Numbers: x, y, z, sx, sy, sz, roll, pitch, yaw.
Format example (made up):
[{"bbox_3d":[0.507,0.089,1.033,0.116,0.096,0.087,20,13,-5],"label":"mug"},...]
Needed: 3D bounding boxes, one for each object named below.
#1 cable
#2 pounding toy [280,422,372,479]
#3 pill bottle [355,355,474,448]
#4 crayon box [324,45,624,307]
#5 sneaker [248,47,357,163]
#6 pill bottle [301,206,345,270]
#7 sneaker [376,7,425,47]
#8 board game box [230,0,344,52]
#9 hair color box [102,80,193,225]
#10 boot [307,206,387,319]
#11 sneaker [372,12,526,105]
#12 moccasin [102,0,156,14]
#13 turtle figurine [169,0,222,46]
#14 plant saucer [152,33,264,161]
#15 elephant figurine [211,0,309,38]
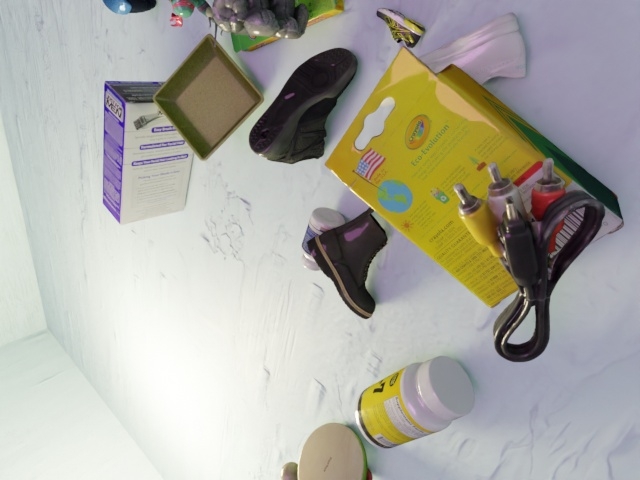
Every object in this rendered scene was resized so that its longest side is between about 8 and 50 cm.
[{"bbox_3d":[0.261,0.033,0.496,0.140,0.072,0.287,-13,124,18],"label":"cable"},{"bbox_3d":[0.032,0.558,0.957,0.237,0.110,0.183,-43,39,8],"label":"pounding toy"},{"bbox_3d":[0.166,0.294,0.732,0.119,0.119,0.208,53,132,12],"label":"pill bottle"},{"bbox_3d":[0.185,-0.081,0.540,0.319,0.081,0.202,41,131,2],"label":"crayon box"},{"bbox_3d":[-0.014,-0.226,0.715,0.227,0.130,0.087,-48,66,13],"label":"sneaker"},{"bbox_3d":[0.000,0.000,0.795,0.067,0.067,0.120,38,128,25],"label":"pill bottle"},{"bbox_3d":[0.112,-0.313,0.593,0.083,0.031,0.035,42,130,21],"label":"sneaker"},{"bbox_3d":[-0.077,-0.428,0.711,0.260,0.039,0.123,1,107,39],"label":"board game box"},{"bbox_3d":[-0.425,-0.213,1.002,0.110,0.185,0.338,43,130,22],"label":"hair color box"},{"bbox_3d":[0.085,0.047,0.742,0.137,0.076,0.197,-31,117,12],"label":"boot"},{"bbox_3d":[0.170,-0.216,0.558,0.212,0.080,0.094,-13,110,42],"label":"sneaker"},{"bbox_3d":[-0.485,-0.685,0.915,0.138,0.117,0.341,-3,108,43],"label":"moccasin"},{"bbox_3d":[-0.242,-0.496,0.742,0.175,0.118,0.233,157,103,-74],"label":"turtle figurine"},{"bbox_3d":[-0.229,-0.293,0.848,0.188,0.045,0.188,-41,83,15],"label":"plant saucer"},{"bbox_3d":[-0.085,-0.435,0.596,0.186,0.169,0.239,11,117,12],"label":"elephant figurine"}]
